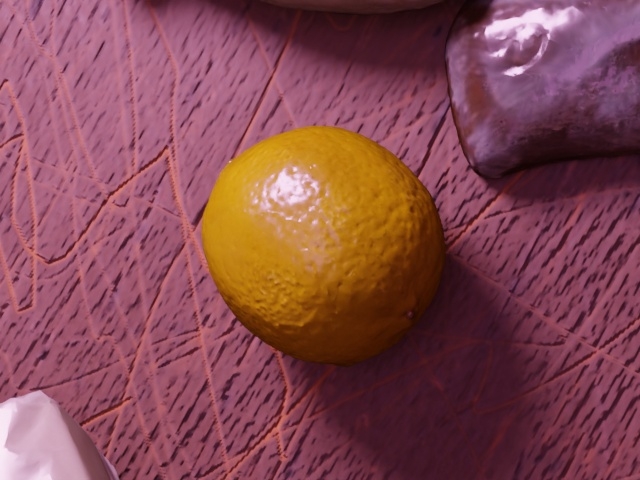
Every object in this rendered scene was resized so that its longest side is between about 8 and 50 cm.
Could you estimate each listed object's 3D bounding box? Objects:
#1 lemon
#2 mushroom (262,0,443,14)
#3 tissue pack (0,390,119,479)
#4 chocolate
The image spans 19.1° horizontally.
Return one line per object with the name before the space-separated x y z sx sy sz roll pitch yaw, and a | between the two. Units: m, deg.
lemon | 0.000 0.000 1.466 0.203 0.178 0.178 42 94 23
mushroom | -0.030 -0.250 1.518 0.350 0.128 0.128 12 88 15
tissue pack | -0.239 0.347 1.400 0.297 0.207 0.380 -29 59 -2
chocolate | 0.220 -0.143 1.483 0.254 0.080 0.157 -9 84 9
